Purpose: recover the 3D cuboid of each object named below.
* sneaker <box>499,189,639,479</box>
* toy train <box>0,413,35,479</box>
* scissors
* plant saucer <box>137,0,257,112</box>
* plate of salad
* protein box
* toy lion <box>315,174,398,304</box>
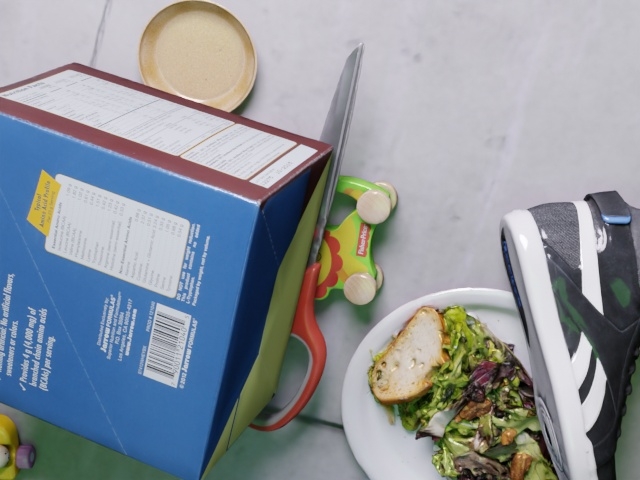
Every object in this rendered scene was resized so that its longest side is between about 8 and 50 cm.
[{"bbox_3d":[0.203,0.074,0.773,0.121,0.079,0.217,-14,95,-2],"label":"sneaker"},{"bbox_3d":[-0.302,0.168,0.910,0.125,0.046,0.166,-25,106,15],"label":"toy train"},{"bbox_3d":[-0.005,0.011,0.801,0.109,0.021,0.297,37,118,9],"label":"scissors"},{"bbox_3d":[-0.083,-0.125,0.788,0.083,0.015,0.083,3,111,7],"label":"plant saucer"},{"bbox_3d":[0.113,0.130,0.842,0.199,0.048,0.200,2,110,6],"label":"plate of salad"},{"bbox_3d":[-0.125,0.014,0.758,0.201,0.136,0.200,20,114,14],"label":"protein box"},{"bbox_3d":[0.000,0.000,0.819,0.096,0.034,0.100,13,112,10],"label":"toy lion"}]
